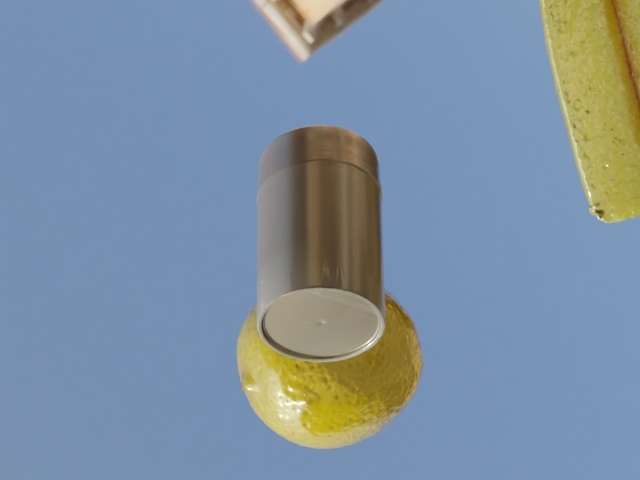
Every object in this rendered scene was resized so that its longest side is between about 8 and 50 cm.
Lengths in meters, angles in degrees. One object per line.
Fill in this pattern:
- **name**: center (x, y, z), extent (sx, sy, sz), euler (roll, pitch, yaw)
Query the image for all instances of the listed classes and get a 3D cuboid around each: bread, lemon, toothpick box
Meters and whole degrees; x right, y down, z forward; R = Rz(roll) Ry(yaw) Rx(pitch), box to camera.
- **bread**: center (0.397, -0.240, 1.700), extent (0.245, 0.233, 0.362), euler (-87, -25, -42)
- **lemon**: center (0.013, 0.116, 1.354), extent (0.203, 0.178, 0.178), euler (-15, -101, -28)
- **toothpick box**: center (0.000, 0.000, 1.152), extent (0.111, 0.111, 0.181), euler (21, -134, -25)
